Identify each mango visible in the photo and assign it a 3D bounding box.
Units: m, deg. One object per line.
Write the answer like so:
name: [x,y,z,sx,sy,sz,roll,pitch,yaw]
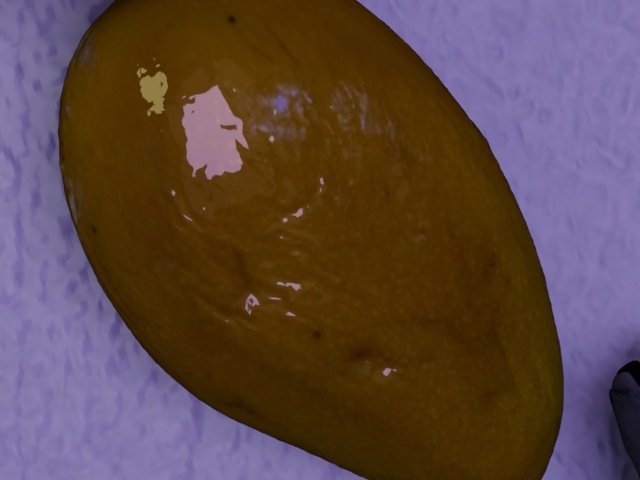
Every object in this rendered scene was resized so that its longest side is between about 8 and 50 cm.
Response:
mango: [0.000,0.000,0.804,0.176,0.119,0.317,-47,106,-15]

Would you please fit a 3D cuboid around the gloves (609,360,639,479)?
gloves: [0.224,0.170,0.861,0.119,0.142,0.285,-38,97,-36]
